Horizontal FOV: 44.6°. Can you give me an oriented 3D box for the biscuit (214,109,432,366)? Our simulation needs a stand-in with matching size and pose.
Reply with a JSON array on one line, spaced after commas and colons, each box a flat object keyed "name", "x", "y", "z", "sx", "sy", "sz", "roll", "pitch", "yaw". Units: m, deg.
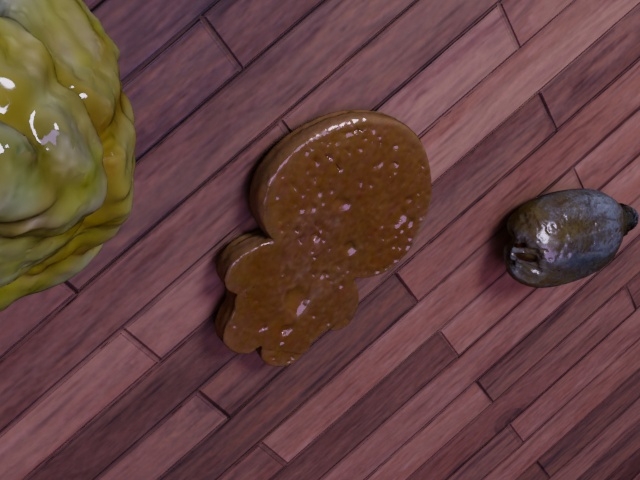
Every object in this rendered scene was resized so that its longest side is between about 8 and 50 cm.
[{"name": "biscuit", "x": 0.000, "y": 0.000, "z": 0.800, "sx": 0.202, "sy": 0.044, "sz": 0.288, "roll": 21, "pitch": 107, "yaw": -35}]

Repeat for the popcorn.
[{"name": "popcorn", "x": -0.278, "y": -0.040, "z": 0.465, "sx": 0.334, "sy": 0.293, "sz": 0.292, "roll": 1, "pitch": 117, "yaw": -28}]

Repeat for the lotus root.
[{"name": "lotus root", "x": 0.304, "y": -0.008, "z": 0.935, "sx": 0.192, "sy": 0.088, "sz": 0.113, "roll": -13, "pitch": 116, "yaw": -22}]
